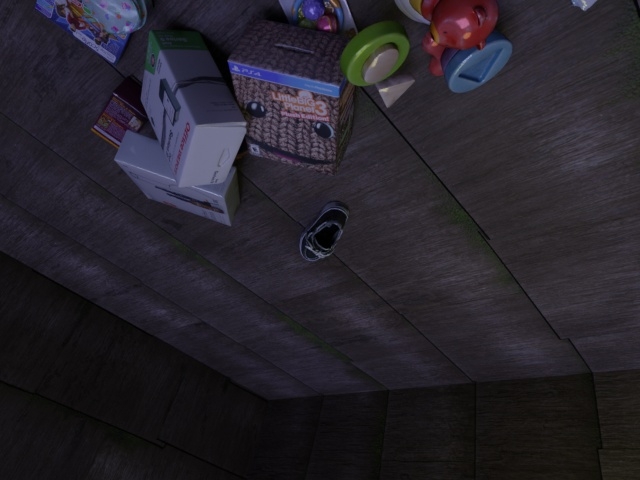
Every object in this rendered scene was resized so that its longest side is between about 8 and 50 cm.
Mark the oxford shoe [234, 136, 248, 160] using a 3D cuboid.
[{"bbox_3d":[-0.242,-0.260,1.264,0.212,0.076,0.076,-14,165,28],"label":"oxford shoe"}]

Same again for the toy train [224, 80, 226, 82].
[{"bbox_3d":[-0.276,-0.340,1.164,0.125,0.046,0.166,-4,135,27],"label":"toy train"}]

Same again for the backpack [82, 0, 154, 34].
[{"bbox_3d":[-0.438,-0.530,0.928,0.152,0.115,0.182,-4,142,20],"label":"backpack"}]

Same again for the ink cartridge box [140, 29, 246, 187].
[{"bbox_3d":[-0.301,-0.299,1.027,0.121,0.289,0.211,-14,155,-35],"label":"ink cartridge box"}]

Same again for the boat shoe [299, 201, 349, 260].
[{"bbox_3d":[0.004,0.002,1.466,0.113,0.105,0.306,26,142,-14],"label":"boat shoe"}]

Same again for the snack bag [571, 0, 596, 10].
[{"bbox_3d":[0.438,-0.563,0.649,0.323,0.037,0.342,29,141,-19],"label":"snack bag"}]

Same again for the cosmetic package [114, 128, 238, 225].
[{"bbox_3d":[-0.385,-0.160,1.283,0.284,0.097,0.377,21,168,-4],"label":"cosmetic package"}]

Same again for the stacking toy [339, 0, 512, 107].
[{"bbox_3d":[0.206,-0.322,0.812,0.279,0.130,0.309,-32,161,24],"label":"stacking toy"}]

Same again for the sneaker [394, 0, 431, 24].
[{"bbox_3d":[0.170,-0.454,0.749,0.305,0.152,0.114,24,115,-40],"label":"sneaker"}]

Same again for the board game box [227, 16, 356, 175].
[{"bbox_3d":[-0.050,-0.309,1.001,0.232,0.141,0.291,16,154,9],"label":"board game box"}]

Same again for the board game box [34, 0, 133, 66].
[{"bbox_3d":[-0.544,-0.522,1.039,0.201,0.035,0.136,34,139,-24],"label":"board game box"}]

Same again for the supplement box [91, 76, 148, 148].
[{"bbox_3d":[-0.537,-0.343,1.228,0.104,0.081,0.188,37,138,-26],"label":"supplement box"}]

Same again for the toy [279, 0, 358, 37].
[{"bbox_3d":[0.000,-0.442,0.938,0.137,0.056,0.237,-8,137,27],"label":"toy"}]
